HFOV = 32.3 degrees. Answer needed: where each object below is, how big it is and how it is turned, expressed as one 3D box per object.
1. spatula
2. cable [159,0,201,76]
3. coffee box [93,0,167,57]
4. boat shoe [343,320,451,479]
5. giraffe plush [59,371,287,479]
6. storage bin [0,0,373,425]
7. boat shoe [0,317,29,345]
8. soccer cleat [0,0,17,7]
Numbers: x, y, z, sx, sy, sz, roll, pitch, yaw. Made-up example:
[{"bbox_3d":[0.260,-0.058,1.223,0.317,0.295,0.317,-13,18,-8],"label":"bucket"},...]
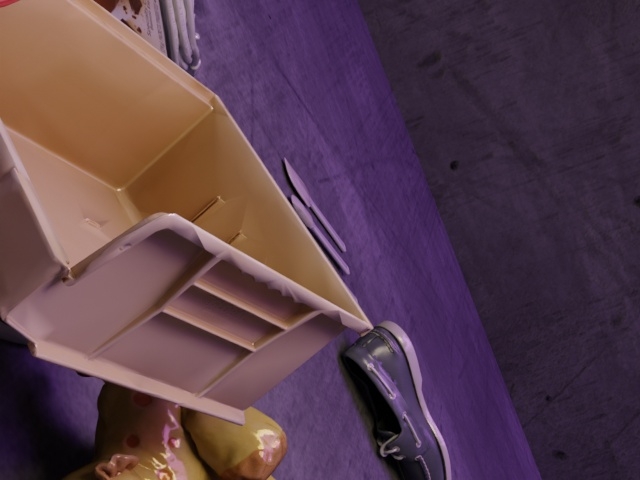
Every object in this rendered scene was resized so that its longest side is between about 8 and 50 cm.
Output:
[{"bbox_3d":[0.000,0.000,1.743,0.242,0.019,0.168,55,17,-48],"label":"spatula"},{"bbox_3d":[-0.184,-0.302,1.168,0.257,0.089,0.257,-142,-133,-85],"label":"cable"},{"bbox_3d":[-0.257,-0.212,0.826,0.297,0.119,0.168,25,48,-55],"label":"coffee box"},{"bbox_3d":[0.113,0.285,1.704,0.099,0.116,0.319,-26,108,-31],"label":"boat shoe"},{"bbox_3d":[-0.134,0.192,0.821,0.170,0.181,0.210,-60,137,-47],"label":"giraffe plush"},{"bbox_3d":[-0.130,-0.033,0.749,0.260,0.123,0.262,34,19,-55],"label":"storage bin"},{"bbox_3d":[-0.238,0.005,0.808,0.226,0.076,0.083,52,25,-49],"label":"boat shoe"},{"bbox_3d":[-0.248,-0.159,0.606,0.116,0.318,0.108,35,-40,35],"label":"soccer cleat"}]
